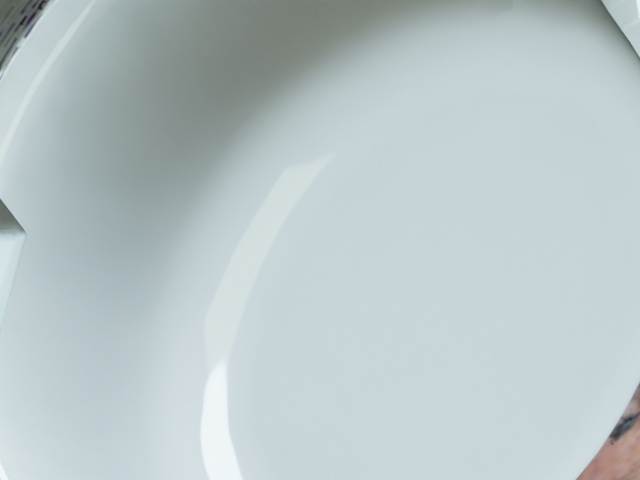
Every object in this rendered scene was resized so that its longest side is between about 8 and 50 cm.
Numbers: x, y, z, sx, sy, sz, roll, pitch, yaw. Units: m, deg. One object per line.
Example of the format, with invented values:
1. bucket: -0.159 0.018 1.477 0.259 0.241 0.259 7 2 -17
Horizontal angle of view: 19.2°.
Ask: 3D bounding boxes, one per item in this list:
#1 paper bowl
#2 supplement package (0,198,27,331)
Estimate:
1. paper bowl: 0.000 0.000 0.601 0.284 0.148 0.284 -17 120 -31
2. supplement package: -0.226 0.060 0.467 0.199 0.198 0.263 -1 122 -36
